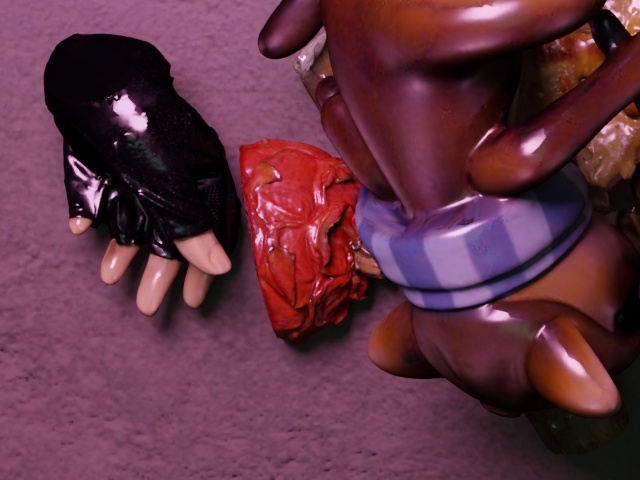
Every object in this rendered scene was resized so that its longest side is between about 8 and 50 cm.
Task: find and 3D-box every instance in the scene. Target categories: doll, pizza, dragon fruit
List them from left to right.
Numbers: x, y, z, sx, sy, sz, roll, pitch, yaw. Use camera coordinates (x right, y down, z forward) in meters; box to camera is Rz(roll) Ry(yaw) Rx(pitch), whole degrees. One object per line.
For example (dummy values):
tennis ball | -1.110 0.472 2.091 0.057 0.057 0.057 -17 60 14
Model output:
dragon fruit | 0.000 0.000 1.400 0.106 0.083 0.162 -10 98 5
doll | 0.127 -0.054 1.256 0.318 0.209 0.340 -7 108 40
pizza | 0.225 -0.141 1.350 0.323 0.089 0.223 -20 95 9

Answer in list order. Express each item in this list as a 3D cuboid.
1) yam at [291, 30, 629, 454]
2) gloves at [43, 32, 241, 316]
yam | 0.106 -0.003 1.391 0.083 0.083 0.371 -34 96 10
gloves | -0.126 -0.039 1.388 0.124 0.164 0.203 -38 128 -17
